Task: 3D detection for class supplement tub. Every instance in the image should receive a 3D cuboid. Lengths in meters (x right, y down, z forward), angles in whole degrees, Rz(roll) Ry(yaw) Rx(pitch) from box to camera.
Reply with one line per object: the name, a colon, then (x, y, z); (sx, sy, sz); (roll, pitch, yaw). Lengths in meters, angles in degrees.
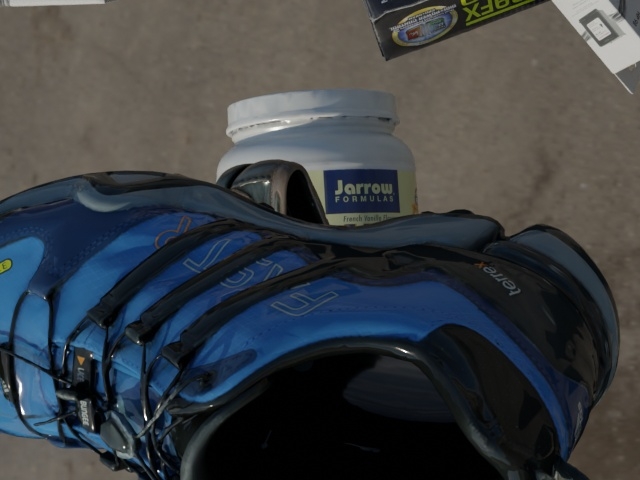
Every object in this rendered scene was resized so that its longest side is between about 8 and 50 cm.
supplement tub: (0.000, 0.000, 1.652); (0.235, 0.235, 0.324); (-7, 85, 50)

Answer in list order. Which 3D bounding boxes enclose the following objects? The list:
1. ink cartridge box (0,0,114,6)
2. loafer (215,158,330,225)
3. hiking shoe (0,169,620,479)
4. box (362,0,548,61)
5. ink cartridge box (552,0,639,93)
ink cartridge box: (-0.220, -0.209, 1.093); (0.135, 0.099, 0.056); (-1, 102, 7)
loafer: (-0.004, 0.055, 1.220); (0.084, 0.096, 0.267); (-12, 109, 46)
hiking shoe: (-0.048, 0.042, 0.525); (0.304, 0.132, 0.113); (-2, 111, 19)
box: (0.097, -0.274, 0.911); (0.216, 0.060, 0.270); (-21, 68, 5)
ink cartridge box: (0.347, -0.274, 1.679); (0.060, 0.180, 0.104); (-29, 23, 41)
